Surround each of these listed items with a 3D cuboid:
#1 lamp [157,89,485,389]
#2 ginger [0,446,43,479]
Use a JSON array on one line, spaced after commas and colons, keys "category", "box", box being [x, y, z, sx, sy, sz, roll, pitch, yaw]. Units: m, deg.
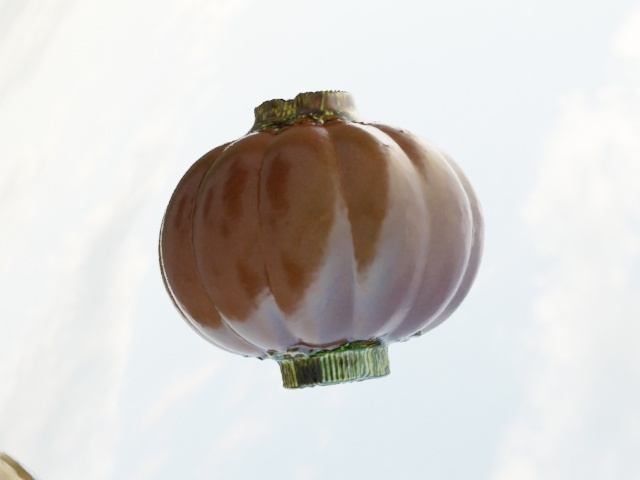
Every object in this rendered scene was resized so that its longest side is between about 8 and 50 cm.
[{"category": "lamp", "box": [0.000, 0.000, 0.951, 0.223, 0.223, 0.196, 163, -78, -64]}, {"category": "ginger", "box": [-0.135, 0.146, 0.662, 0.123, 0.193, 0.115, -24, -163, 23]}]
